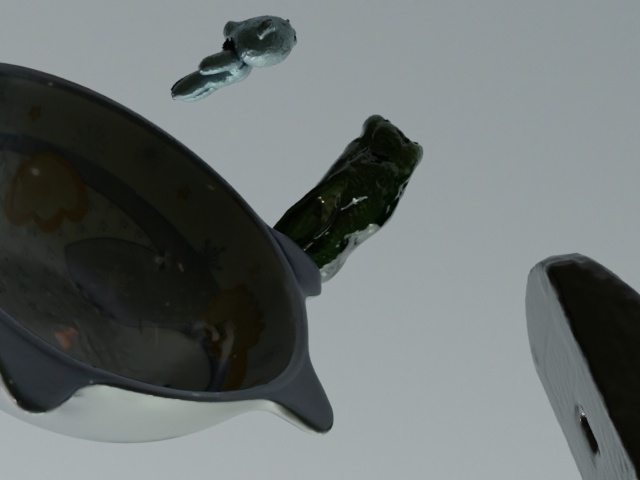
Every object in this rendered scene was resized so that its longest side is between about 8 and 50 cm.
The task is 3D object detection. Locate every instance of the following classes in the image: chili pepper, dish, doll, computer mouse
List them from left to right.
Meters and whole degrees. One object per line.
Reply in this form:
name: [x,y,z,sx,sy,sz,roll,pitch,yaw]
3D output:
dish: [-0.110,0.026,0.463,0.236,0.228,0.086,28,-63,-24]
doll: [-0.117,-0.243,1.388,0.180,0.120,0.075,-21,-90,14]
chili pepper: [-0.004,0.004,0.656,0.050,0.073,0.182,41,-59,4]
computer mouse: [0.211,0.121,0.676,0.086,0.269,0.137,-14,-39,-5]
